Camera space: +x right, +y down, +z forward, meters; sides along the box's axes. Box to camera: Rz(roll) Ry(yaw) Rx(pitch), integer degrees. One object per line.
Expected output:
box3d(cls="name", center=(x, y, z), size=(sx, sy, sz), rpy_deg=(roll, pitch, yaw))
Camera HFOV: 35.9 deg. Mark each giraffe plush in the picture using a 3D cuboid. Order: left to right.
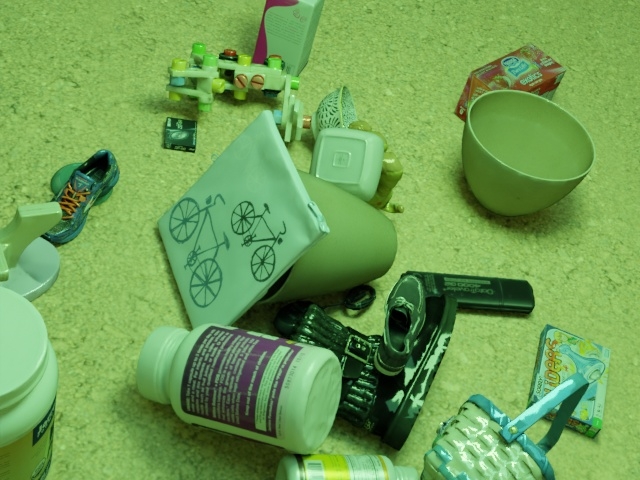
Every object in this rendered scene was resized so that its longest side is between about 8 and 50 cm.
box3d(cls="giraffe plush", center=(0.056, -0.113, 2.000), size=(0.170, 0.210, 0.181), rpy_deg=(-25, 41, -15))

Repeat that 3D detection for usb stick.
box3d(cls="usb stick", center=(0.292, 0.102, 1.951), size=(0.277, 0.045, 0.077), rpy_deg=(5, 54, -14))

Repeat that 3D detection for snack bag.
box3d(cls="snack bag", center=(-0.146, -0.026, 1.746), size=(0.037, 0.342, 0.323), rpy_deg=(21, 33, -44))

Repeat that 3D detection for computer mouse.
box3d(cls="computer mouse", center=(0.012, 0.134, 1.840), size=(0.242, 0.041, 0.071), rpy_deg=(-16, 38, -36))

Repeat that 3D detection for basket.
box3d(cls="basket", center=(0.296, 0.343, 1.577), size=(0.288, 0.255, 0.201), rpy_deg=(-26, 57, -22))

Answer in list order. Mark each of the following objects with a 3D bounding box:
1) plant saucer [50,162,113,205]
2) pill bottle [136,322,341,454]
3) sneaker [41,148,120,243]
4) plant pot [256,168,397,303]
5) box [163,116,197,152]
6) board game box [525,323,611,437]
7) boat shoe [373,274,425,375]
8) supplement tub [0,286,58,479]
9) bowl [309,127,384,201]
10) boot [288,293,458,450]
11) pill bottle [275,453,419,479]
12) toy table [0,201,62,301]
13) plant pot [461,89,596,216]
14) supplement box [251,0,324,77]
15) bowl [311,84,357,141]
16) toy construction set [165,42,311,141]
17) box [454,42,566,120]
box3d(cls="plant saucer", center=(-0.463, -0.115, 1.922), size=(0.119, 0.021, 0.119), rpy_deg=(9, 46, -9))
box3d(cls="pill bottle", center=(-0.132, 0.224, 1.569), size=(0.301, 0.169, 0.169), rpy_deg=(11, 42, 21))
box3d(cls="sneaker", center=(-0.452, -0.089, 1.836), size=(0.083, 0.087, 0.221), rpy_deg=(27, 60, 2))
box3d(cls="plant pot", center=(0.000, 0.000, 1.838), size=(0.273, 0.256, 0.257), rpy_deg=(8, 43, -37))
box3d(cls="box", center=(-0.294, -0.223, 2.082), size=(0.067, 0.018, 0.083), rpy_deg=(8, 46, -12))
box3d(cls="board game box", center=(0.469, 0.261, 1.864), size=(0.136, 0.035, 0.201), rpy_deg=(22, 45, 2))
box3d(cls="boat shoe", center=(0.143, 0.131, 1.674), size=(0.075, 0.065, 0.206), rpy_deg=(21, 50, -1))
box3d(cls="supplement tub", center=(-0.484, 0.231, 1.378), size=(0.228, 0.316, 0.228), rpy_deg=(9, 46, -10))
box3d(cls="bowl", center=(0.046, -0.151, 1.906), size=(0.141, 0.053, 0.142), rpy_deg=(9, 82, 15))
box3d(cls="boot", center=(0.085, 0.180, 1.747), size=(0.260, 0.131, 0.348), rpy_deg=(26, 46, 6))
box3d(cls="pill bottle", center=(0.043, 0.393, 1.540), size=(0.214, 0.117, 0.117), rpy_deg=(5, 47, -14))
box3d(cls="toy table", center=(-0.574, 0.014, 1.668), size=(0.274, 0.161, 0.252), rpy_deg=(-20, 57, -34))
box3d(cls="plant pot", center=(0.424, -0.162, 2.141), size=(0.284, 0.191, 0.284), rpy_deg=(9, 46, -9))
box3d(cls="supplement box", center=(-0.071, -0.490, 2.266), size=(0.111, 0.220, 0.114), rpy_deg=(24, 45, 4))
box3d(cls="bowl", center=(0.028, -0.247, 2.138), size=(0.080, 0.170, 0.170), rpy_deg=(-8, 44, 13))
box3d(cls="toy construction set", center=(-0.165, -0.334, 2.138), size=(0.327, 0.151, 0.215), rpy_deg=(20, 20, -10))
box3d(cls="box", center=(0.458, -0.361, 2.385), size=(0.256, 0.128, 0.122), rpy_deg=(-30, 62, -37))
